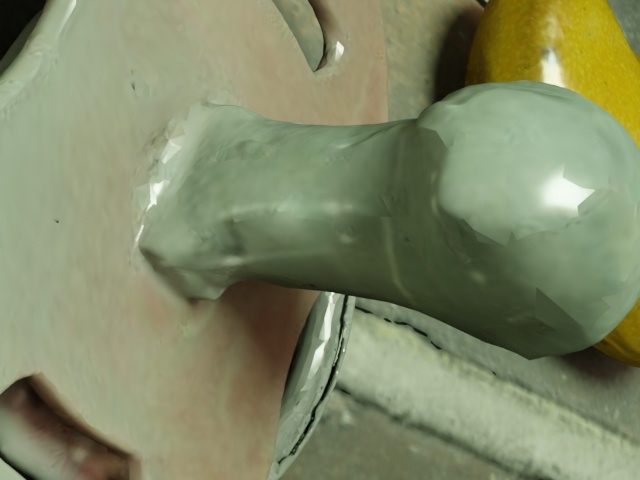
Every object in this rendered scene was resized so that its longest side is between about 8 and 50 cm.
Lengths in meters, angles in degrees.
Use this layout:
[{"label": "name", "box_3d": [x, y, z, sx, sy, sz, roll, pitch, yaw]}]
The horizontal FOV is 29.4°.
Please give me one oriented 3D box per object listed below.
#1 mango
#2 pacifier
[{"label": "mango", "box_3d": [0.160, -0.036, 0.701, 0.157, 0.109, 0.262, -44, 108, -26]}, {"label": "pacifier", "box_3d": [-0.032, -0.012, 0.457, 0.220, 0.273, 0.332, 31, 63, -16]}]
